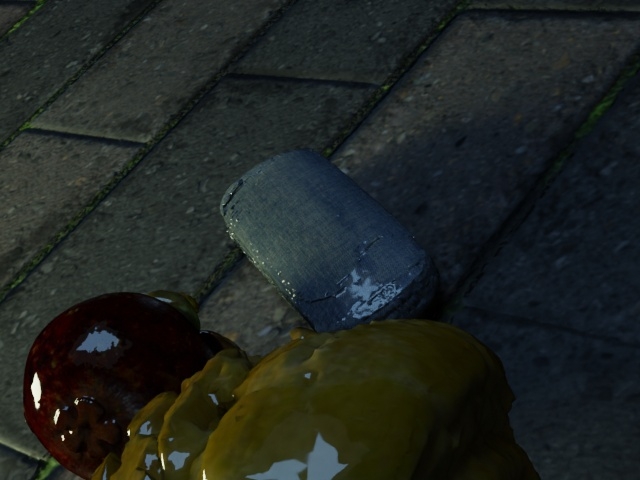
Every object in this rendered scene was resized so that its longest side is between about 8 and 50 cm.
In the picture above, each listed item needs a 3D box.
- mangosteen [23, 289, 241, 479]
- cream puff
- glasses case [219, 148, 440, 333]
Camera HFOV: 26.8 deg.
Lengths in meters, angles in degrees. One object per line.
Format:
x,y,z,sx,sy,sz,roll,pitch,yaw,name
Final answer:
-0.144,0.109,1.029,0.146,0.156,0.181,-54,3,7,mangosteen
-0.023,0.200,0.633,0.231,0.343,0.327,6,25,23,cream puff
0.000,0.000,1.114,0.109,0.067,0.282,-37,36,-6,glasses case
